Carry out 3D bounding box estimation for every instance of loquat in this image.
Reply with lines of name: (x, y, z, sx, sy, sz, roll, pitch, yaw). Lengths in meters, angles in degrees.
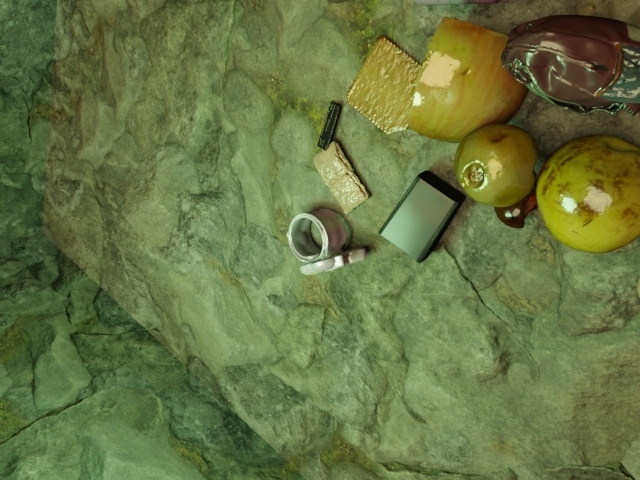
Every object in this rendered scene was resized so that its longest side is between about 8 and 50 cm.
loquat: (0.448, -0.188, 1.284, 0.213, 0.213, 0.212, 14, 116, 30)

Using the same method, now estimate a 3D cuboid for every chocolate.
chocolate: (0.531, -0.095, 1.382, 0.127, 0.133, 0.124, -17, 95, 36)

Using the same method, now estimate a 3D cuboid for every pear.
pear: (0.651, -0.107, 1.212, 0.281, 0.281, 0.280, 14, 116, 30)

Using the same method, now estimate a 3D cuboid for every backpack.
backpack: (0.552, -0.378, 1.105, 0.318, 0.283, 0.197, 11, 112, 3)

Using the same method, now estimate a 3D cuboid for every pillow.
pillow: (0.065, -0.209, 1.717, 0.126, 0.043, 0.232, -29, 93, 44)

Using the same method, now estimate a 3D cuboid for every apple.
apple: (0.371, -0.401, 1.341, 0.252, 0.315, 0.308, -118, 39, -59)

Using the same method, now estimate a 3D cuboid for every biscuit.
biscuit: (0.206, -0.451, 1.537, 0.232, 0.013, 0.236, 42, 127, 13)

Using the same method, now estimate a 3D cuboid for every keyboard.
keyboard: (0.027, -0.372, 1.672, 0.053, 0.010, 0.155, 42, 122, 43)

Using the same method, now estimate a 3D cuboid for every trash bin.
trash bin: (0.310, -0.075, 1.556, 0.165, 0.115, 0.225, 38, 124, 15)

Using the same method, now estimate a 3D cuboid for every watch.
watch: (0.000, 0.000, 1.762, 0.249, 0.211, 0.217, -20, 88, 47)

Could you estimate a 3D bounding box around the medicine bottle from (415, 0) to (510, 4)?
medicine bottle: (0.372, -0.662, 1.229, 0.291, 0.178, 0.178, 15, 116, 31)

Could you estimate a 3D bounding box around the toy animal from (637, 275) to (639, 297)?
toy animal: (0.843, 0.060, 1.215, 0.167, 0.154, 0.249, 16, 115, 38)
